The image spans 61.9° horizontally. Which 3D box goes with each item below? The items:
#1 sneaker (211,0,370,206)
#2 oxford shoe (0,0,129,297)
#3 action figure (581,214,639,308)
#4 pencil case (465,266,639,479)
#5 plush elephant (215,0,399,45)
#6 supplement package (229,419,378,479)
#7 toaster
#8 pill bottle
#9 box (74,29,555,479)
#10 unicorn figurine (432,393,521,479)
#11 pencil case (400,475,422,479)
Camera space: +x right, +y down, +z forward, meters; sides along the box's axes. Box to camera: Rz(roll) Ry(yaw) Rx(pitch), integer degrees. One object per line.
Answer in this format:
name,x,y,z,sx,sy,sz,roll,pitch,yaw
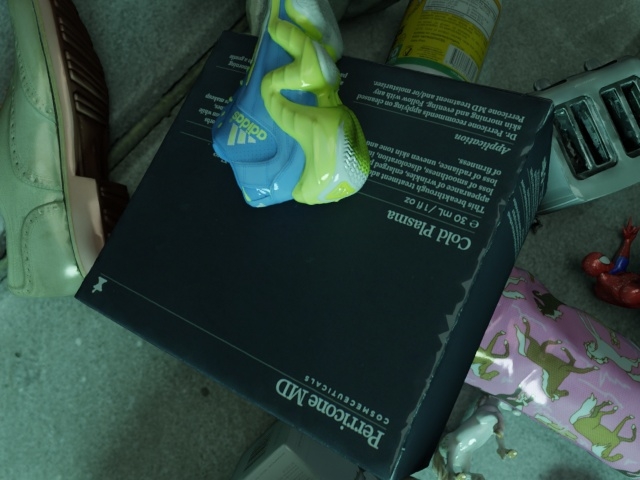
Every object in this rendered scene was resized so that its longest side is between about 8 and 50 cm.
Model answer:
sneaker,-0.043,-0.134,0.444,0.126,0.091,0.240,-18,64,17
oxford shoe,-0.318,-0.129,0.592,0.147,0.140,0.396,-12,83,-2
action figure,0.477,0.067,0.700,0.280,0.091,0.139,29,87,-5
pencil case,0.302,0.152,0.629,0.386,0.167,0.160,30,88,-4
plush elephant,-0.027,-0.351,0.612,0.272,0.255,0.329,-18,79,-18
supplement package,-0.003,0.293,0.590,0.179,0.105,0.105,45,99,-1
toaster,0.337,-0.128,0.691,0.168,0.110,0.185,-22,87,-9
pill bottle,0.160,-0.266,0.678,0.118,0.117,0.208,22,82,-5
box,0.000,0.000,0.530,0.343,0.179,0.312,23,80,26
unicorn figurine,0.197,0.234,0.646,0.162,0.111,0.060,-30,99,5
pencil case,-0.053,0.346,0.470,0.410,0.184,0.159,-32,67,23
